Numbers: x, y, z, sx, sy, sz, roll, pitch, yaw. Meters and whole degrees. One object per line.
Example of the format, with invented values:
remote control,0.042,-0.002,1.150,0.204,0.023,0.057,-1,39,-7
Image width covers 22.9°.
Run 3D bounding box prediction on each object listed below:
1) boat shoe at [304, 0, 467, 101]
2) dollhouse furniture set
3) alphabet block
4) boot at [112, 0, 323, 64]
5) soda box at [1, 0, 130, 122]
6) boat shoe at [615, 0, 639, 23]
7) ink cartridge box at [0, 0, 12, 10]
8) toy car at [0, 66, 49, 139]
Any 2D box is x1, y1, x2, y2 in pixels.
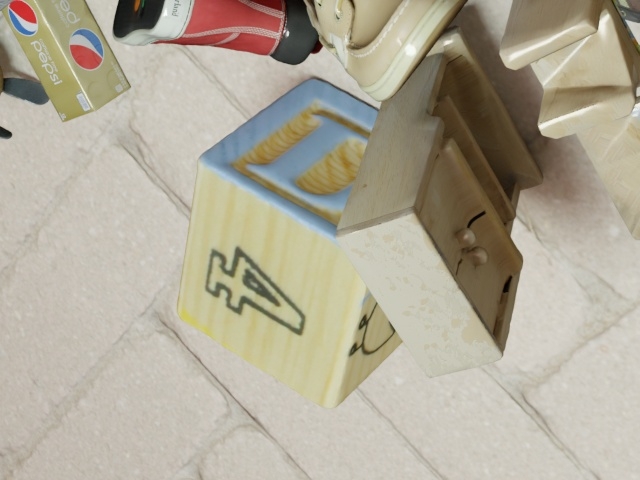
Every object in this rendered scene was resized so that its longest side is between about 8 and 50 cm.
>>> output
boat shoe,0.038,-0.187,1.260,0.098,0.302,0.109,38,95,-12
dollhouse furniture set,0.241,-0.075,1.214,0.394,0.256,0.362,-18,122,28
alphabet block,0.000,0.000,1.473,0.193,0.192,0.197,31,135,21
boot,-0.093,-0.209,1.480,0.244,0.176,0.088,-151,72,-67
soda box,-0.274,-0.219,1.634,0.058,0.061,0.181,-12,111,43
boat shoe,0.196,-0.211,1.262,0.152,0.056,0.049,23,126,25
ink cartridge box,-0.329,-0.394,1.505,0.303,0.072,0.307,-24,90,45
toy car,-0.386,-0.189,1.691,0.188,0.155,0.149,38,137,-2
